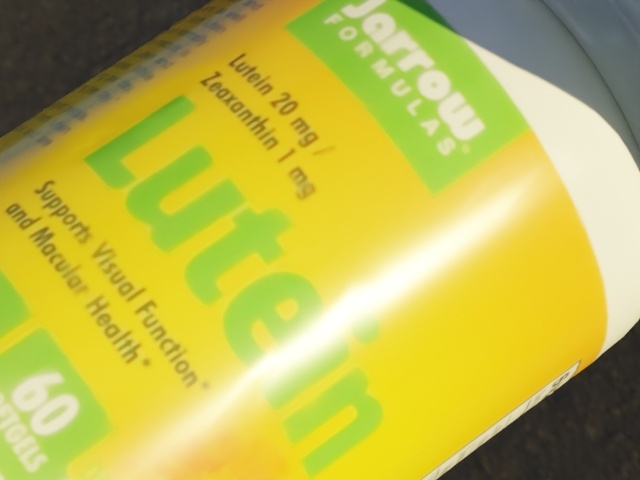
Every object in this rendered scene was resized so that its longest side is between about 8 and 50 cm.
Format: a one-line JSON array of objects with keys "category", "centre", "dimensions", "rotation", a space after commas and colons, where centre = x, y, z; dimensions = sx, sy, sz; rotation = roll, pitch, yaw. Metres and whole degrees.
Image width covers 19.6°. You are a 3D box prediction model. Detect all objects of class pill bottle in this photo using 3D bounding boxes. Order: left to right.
[{"category": "pill bottle", "centre": [0.000, 0.000, 0.485], "dimensions": [0.246, 0.136, 0.136], "rotation": [-35, 40, -15]}]
